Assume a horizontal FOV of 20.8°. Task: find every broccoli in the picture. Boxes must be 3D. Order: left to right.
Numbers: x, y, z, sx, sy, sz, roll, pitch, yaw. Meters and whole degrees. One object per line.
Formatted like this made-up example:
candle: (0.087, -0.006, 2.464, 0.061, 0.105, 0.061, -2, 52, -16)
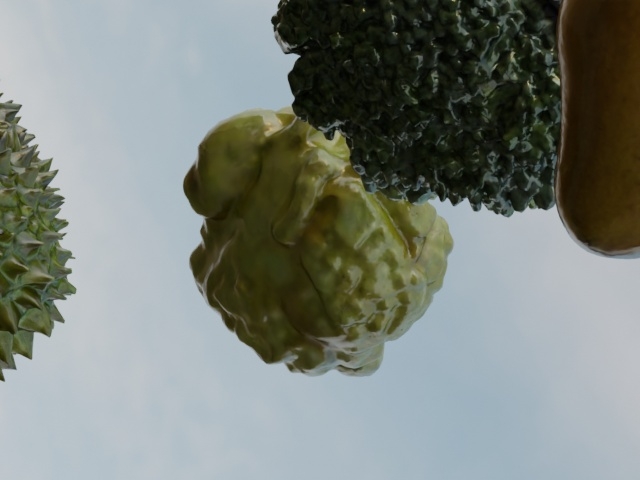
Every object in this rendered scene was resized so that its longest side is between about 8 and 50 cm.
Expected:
broccoli: (0.112, -0.142, 1.183, 0.263, 0.243, 0.247, 27, -71, 5)

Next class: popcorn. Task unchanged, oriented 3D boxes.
popcorn: (0.000, 0.000, 1.440, 0.256, 0.195, 0.255, 0, -72, 68)

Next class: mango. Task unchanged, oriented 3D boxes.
mango: (0.171, -0.074, 0.845, 0.090, 0.115, 0.178, -99, -173, -67)

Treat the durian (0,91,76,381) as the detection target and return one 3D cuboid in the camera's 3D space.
durian: (-0.281, 0.004, 1.084, 0.291, 0.291, 0.225, 34, -46, 44)
